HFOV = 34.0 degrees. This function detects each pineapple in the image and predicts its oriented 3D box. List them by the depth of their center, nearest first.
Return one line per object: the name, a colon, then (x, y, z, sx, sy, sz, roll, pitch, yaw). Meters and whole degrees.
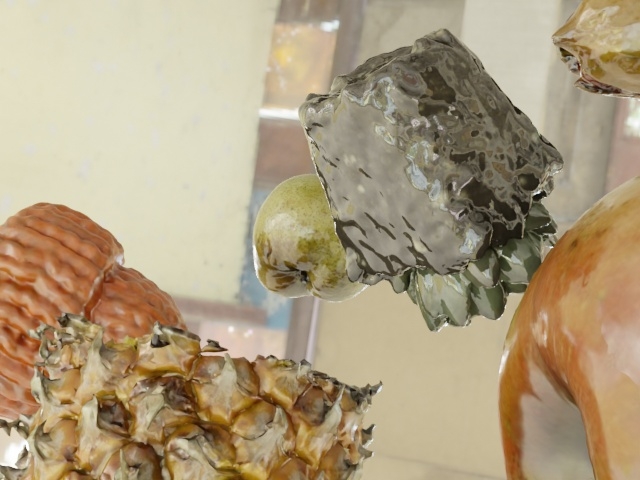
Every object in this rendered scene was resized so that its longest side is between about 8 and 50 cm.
pineapple: (-0.126, 0.234, 0.913, 0.352, 0.300, 0.352, 13, 160, 5)

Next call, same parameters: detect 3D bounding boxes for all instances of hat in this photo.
hat: (-0.265, 0.142, 1.322, 0.400, 0.285, 0.285, 24, 179, 10)

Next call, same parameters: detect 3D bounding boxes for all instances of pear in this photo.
pear: (0.000, 0.000, 1.253, 0.167, 0.137, 0.167, 16, 141, 14)

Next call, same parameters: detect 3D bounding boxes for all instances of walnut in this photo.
walnut: (0.342, -0.201, 1.016, 0.245, 0.137, 0.137, 3, 177, -5)

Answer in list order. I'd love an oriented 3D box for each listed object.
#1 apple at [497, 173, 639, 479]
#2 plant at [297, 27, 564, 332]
apple: (0.270, 0.103, 0.570, 0.305, 0.339, 0.338, -9, 179, -10)
plant: (0.079, -0.032, 0.683, 0.129, 0.194, 0.132, -41, -163, -32)
